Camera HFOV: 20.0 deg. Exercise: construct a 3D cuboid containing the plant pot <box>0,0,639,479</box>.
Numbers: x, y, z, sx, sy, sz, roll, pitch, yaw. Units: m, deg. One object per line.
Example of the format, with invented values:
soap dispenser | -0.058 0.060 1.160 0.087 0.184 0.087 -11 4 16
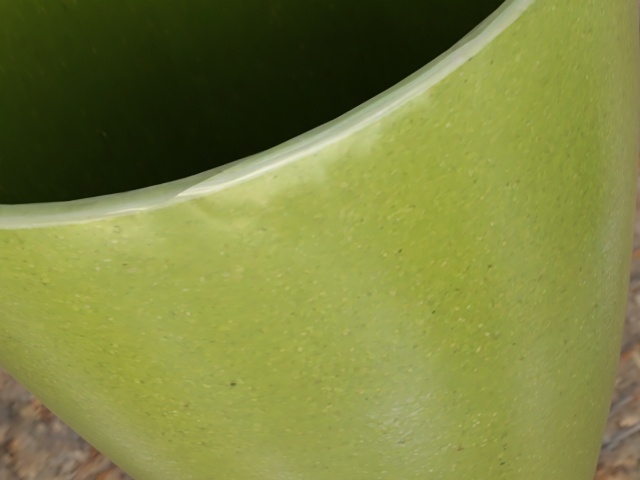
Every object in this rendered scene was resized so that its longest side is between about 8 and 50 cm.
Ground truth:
plant pot | 0.000 0.000 0.652 0.275 0.274 0.293 -57 141 -34
